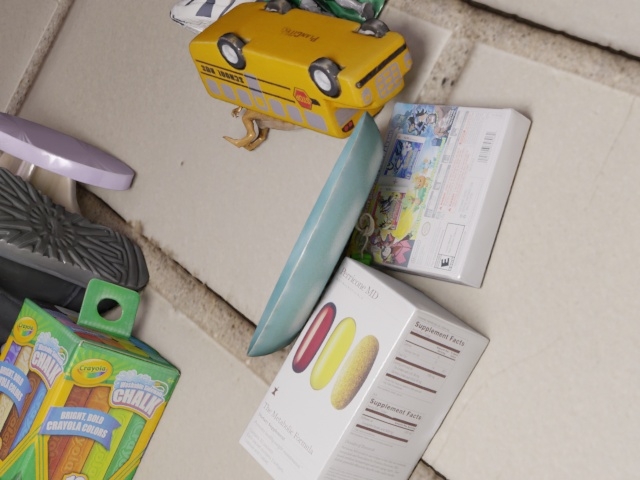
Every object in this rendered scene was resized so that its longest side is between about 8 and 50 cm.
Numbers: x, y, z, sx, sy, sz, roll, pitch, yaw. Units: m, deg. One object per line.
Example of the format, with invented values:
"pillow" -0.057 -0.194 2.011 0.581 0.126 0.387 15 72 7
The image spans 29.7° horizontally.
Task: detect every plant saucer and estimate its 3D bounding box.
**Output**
"plant saucer" 0.000 0.000 1.412 0.317 0.043 0.317 -63 2 5

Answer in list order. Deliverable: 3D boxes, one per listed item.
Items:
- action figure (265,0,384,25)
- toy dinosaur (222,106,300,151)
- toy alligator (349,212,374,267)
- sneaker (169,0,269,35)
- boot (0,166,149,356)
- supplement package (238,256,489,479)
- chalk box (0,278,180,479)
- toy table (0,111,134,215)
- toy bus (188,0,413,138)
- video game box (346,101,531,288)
"action figure" -0.027 -0.345 1.641 0.232 0.063 0.137 37 97 27
"toy dinosaur" -0.077 -0.172 1.667 0.112 0.064 0.211 -57 43 8
"toy alligator" 0.043 0.053 1.418 0.051 0.056 0.190 -120 31 -71
"sneaker" -0.115 -0.381 1.780 0.235 0.094 0.153 3 73 46
"boot" -0.531 0.109 1.782 0.445 0.367 0.146 -40 36 26
"supplement package" 0.046 0.166 1.332 0.139 0.134 0.244 35 98 47
"chalk box" -0.331 0.199 1.667 0.179 0.180 0.289 27 93 48
"toy table" -0.446 -0.084 1.889 0.274 0.252 0.161 26 102 16
"toy bus" -0.027 -0.223 1.562 0.332 0.130 0.108 23 54 42
"video game box" 0.134 -0.057 1.411 0.187 0.048 0.205 12 81 46
